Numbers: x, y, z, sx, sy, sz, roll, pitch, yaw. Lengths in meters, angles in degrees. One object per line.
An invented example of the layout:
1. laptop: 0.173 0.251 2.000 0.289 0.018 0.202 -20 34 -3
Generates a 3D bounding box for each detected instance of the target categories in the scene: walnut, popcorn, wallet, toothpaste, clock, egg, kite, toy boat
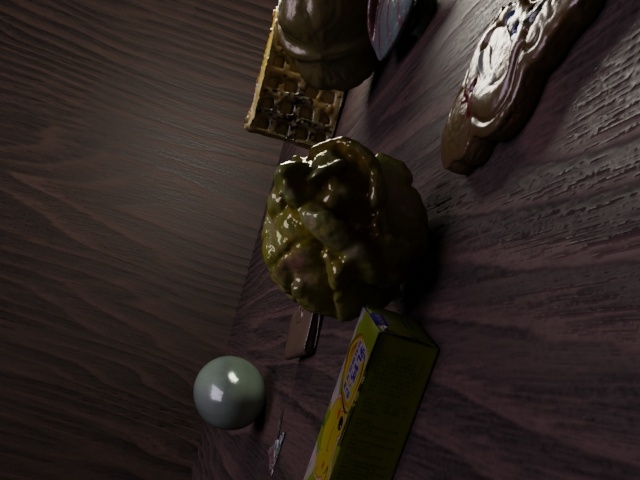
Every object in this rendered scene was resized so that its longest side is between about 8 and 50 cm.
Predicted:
1. walnut: 0.031 -0.503 1.623 0.282 0.253 0.276 106 -179 -55
2. popcorn: 0.035 -0.008 0.946 0.212 0.259 0.259 60 146 24
3. wallet: -0.036 0.194 1.501 0.153 0.039 0.118 144 139 -68
4. toothpaste: 0.047 0.250 0.875 0.110 0.077 0.327 -118 46 -78
5. clock: 0.193 -0.428 1.341 0.085 0.017 0.085 -163 90 -79
6. egg: -0.231 0.392 1.802 0.264 0.183 0.182 -171 98 -74
7. kite: -0.096 0.433 1.518 0.139 0.011 0.156 125 159 -53
8. toy boat: 0.153 -0.455 1.379 0.282 0.096 0.206 -119 41 -74

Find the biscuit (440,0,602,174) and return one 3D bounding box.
1. biscuit: 0.217 -0.203 0.801 0.320 0.047 0.183 133 149 -65

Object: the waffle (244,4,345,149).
1. waffle: -0.052 -0.453 1.983 0.114 0.261 0.376 -159 86 -74
